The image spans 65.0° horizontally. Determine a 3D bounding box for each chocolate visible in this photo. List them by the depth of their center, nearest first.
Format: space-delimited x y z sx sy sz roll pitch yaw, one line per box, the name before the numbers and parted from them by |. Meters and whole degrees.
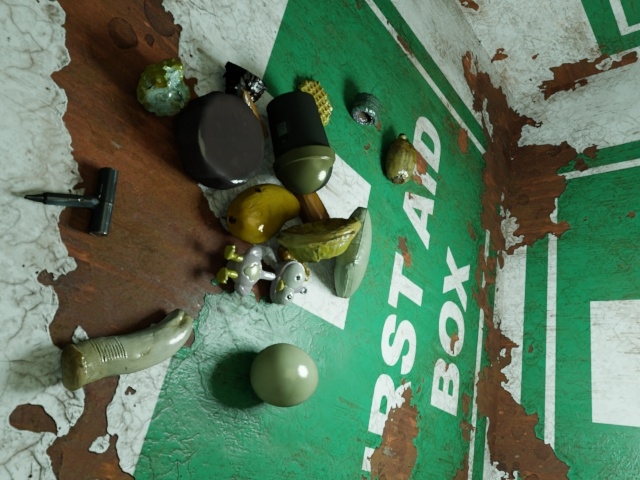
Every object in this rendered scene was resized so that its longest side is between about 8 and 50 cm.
chocolate | -0.260 -0.471 1.602 0.156 0.156 0.133 27 91 -44

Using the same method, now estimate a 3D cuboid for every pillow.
pillow | 0.119 0.052 1.839 0.322 0.120 0.255 90 12 -62

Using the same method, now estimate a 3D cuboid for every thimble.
thimble | 0.191 -0.554 2.132 0.135 0.118 0.090 45 55 -55

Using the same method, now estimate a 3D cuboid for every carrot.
carrot | -0.216 -0.398 1.591 0.224 0.057 0.057 71 28 -63

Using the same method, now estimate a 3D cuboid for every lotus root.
lotus root | 0.366 -0.377 2.293 0.145 0.128 0.260 25 63 -34

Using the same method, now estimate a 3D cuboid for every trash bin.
trash bin | -0.066 -0.311 1.693 0.214 0.214 0.334 5 64 -49

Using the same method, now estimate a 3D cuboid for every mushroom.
mushroom | -0.460 0.263 1.237 0.351 0.095 0.123 -16 78 -51

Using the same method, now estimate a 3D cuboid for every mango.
mango | -0.186 -0.089 1.603 0.295 0.120 0.177 -32 103 -53

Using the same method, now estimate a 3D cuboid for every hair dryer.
hair dryer | -0.588 -0.114 1.198 0.195 0.050 0.173 20 65 -42

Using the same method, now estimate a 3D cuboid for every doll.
doll | -0.171 0.114 1.593 0.365 0.094 0.160 24 79 -42

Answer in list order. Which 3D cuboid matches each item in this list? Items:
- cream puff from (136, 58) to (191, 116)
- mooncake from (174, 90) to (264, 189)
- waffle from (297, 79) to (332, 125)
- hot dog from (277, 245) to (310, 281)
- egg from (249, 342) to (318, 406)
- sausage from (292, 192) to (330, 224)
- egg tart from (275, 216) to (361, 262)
cream puff | -0.429 -0.424 1.381 0.156 0.121 0.156 4 90 -70
mooncake | -0.299 -0.290 1.487 0.283 0.141 0.283 8 80 -52
waffle | -0.023 -0.528 1.936 0.191 0.038 0.191 13 73 -48
hot dog | -0.091 0.078 1.735 0.165 0.045 0.071 59 42 -21
egg | -0.105 0.415 1.544 0.254 0.188 0.188 31 60 -49
sausage | -0.016 -0.078 1.812 0.105 0.105 0.274 -47 118 -43
egg tart | 0.000 0.000 1.626 0.290 0.290 0.115 -23 106 -49
